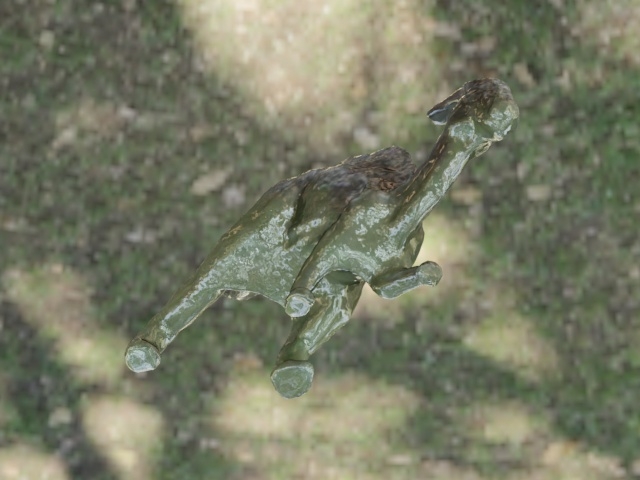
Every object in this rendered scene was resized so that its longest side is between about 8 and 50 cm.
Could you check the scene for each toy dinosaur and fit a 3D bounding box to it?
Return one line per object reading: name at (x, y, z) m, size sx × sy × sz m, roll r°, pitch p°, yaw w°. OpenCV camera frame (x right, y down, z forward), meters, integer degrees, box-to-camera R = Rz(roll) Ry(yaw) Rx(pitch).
toy dinosaur at (0.006, 0.005, 1.091) m, size 0.294 × 0.162 × 0.077 m, roll -20°, pitch 119°, yaw 41°
